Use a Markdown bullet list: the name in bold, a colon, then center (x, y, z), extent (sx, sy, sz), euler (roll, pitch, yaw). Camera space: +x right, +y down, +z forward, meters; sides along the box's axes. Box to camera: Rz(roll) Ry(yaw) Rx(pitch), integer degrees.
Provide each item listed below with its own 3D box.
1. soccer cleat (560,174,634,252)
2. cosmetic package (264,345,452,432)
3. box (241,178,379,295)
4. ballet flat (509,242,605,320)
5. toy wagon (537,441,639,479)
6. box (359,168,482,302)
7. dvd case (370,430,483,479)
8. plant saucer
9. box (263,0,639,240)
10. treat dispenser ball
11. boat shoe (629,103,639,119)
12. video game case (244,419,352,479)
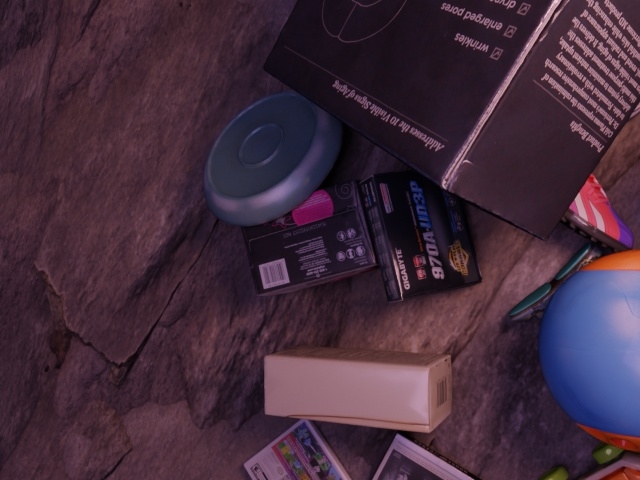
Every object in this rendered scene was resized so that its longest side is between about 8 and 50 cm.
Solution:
- **soccer cleat**: center (0.398, -0.104, 1.128), extent (0.318, 0.108, 0.116), euler (44, 102, 22)
- **cosmetic package**: center (0.069, 0.261, 1.238), extent (0.309, 0.160, 0.113), euler (-1, 89, 26)
- **box**: center (0.000, 0.000, 1.285), extent (0.247, 0.142, 0.163), euler (-16, 83, 25)
- **ballet flat**: center (0.404, 0.088, 1.143), extent (0.188, 0.070, 0.070), euler (-46, 72, 20)
- **toy wagon**: center (0.508, 0.436, 1.049), extent (0.267, 0.068, 0.344), euler (54, 126, 16)
- **box**: center (0.176, -0.015, 1.192), extent (0.051, 0.175, 0.220), euler (-26, 75, 62)
- **dvd case**: center (0.165, 0.493, 1.247), extent (0.179, 0.029, 0.239), euler (28, 99, 15)
- **plant saucer**: center (-0.104, -0.173, 1.306), extent (0.317, 0.044, 0.318), euler (-17, 51, 23)
- **box**: center (0.230, -0.336, 1.022), extent (0.480, 0.297, 0.472), euler (43, 106, 44)
- **treat dispenser ball**: center (0.465, 0.158, 0.987), extent (0.288, 0.288, 0.288), euler (-1, 89, 25)
- **boat shoe**: center (0.527, -0.336, 1.042), extent (0.136, 0.156, 0.367), euler (46, 106, 19)
- **video game case**: center (-0.035, 0.480, 1.355), extent (0.183, 0.023, 0.201), euler (-41, 72, 18)
